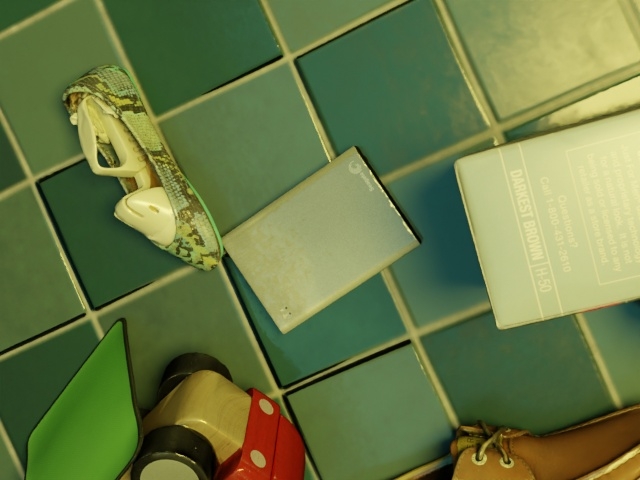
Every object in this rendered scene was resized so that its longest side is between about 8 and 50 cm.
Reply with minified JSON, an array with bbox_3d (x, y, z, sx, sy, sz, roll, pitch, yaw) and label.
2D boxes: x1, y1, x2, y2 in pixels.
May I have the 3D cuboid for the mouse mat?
[{"bbox_3d":[-0.190,0.159,0.707,0.007,0.190,0.152,33,103,-28],"label":"mouse mat"}]

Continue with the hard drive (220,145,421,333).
[{"bbox_3d":[0.000,0.000,0.726,0.135,0.022,0.094,-34,89,12],"label":"hard drive"}]

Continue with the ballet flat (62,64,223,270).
[{"bbox_3d":[-0.148,-0.050,0.723,0.070,0.070,0.188,-32,86,12],"label":"ballet flat"}]

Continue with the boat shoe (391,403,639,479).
[{"bbox_3d":[0.132,0.192,0.679,0.307,0.111,0.104,-32,91,12],"label":"boat shoe"}]

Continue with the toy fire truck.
[{"bbox_3d":[-0.078,0.251,0.715,0.246,0.158,0.217,39,114,-17],"label":"toy fire truck"}]

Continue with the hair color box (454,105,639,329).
[{"bbox_3d":[0.284,-0.051,0.587,0.374,0.185,0.114,-15,93,11],"label":"hair color box"}]
